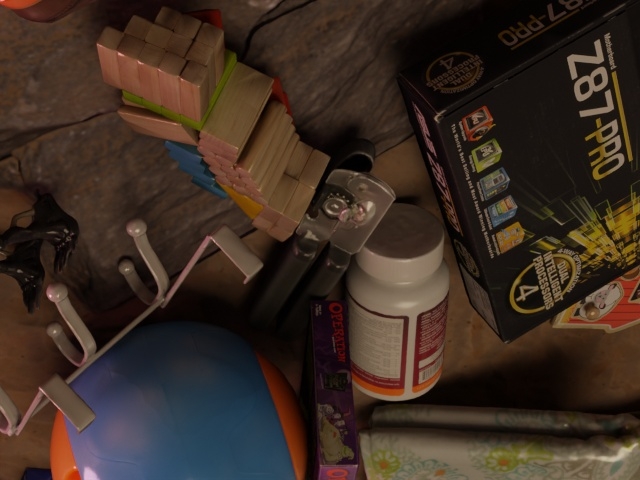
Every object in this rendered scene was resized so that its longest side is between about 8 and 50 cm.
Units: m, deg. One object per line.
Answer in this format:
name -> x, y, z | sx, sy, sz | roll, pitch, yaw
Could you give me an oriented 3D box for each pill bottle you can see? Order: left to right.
pill bottle -> 0.088, 0.072, 1.755 | 0.121, 0.121, 0.221 | -10, 132, -12

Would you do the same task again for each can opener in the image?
can opener -> 0.000, 0.000, 1.691 | 0.076, 0.095, 0.283 | 22, 137, -12

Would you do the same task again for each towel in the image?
towel -> 0.246, 0.347, 2.014 | 0.374, 0.090, 0.320 | 1, 137, 12

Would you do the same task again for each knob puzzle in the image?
knob puzzle -> 0.411, 0.055, 1.936 | 0.213, 0.030, 0.213 | -11, 135, -12

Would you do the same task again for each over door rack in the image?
over door rack -> -0.221, 0.079, 1.494 | 0.239, 0.324, 0.108 | -43, 100, -23

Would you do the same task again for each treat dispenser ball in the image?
treat dispenser ball -> -0.158, 0.234, 1.694 | 0.288, 0.288, 0.288 | -11, 135, -12

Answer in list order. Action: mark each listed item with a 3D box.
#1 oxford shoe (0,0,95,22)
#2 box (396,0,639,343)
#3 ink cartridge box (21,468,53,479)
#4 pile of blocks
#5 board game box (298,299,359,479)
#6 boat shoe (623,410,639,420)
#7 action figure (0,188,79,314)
oxford shoe -> -0.172, -0.288, 1.348 | 0.271, 0.097, 0.098 | -29, 156, 12
box -> 0.277, -0.101, 1.659 | 0.318, 0.097, 0.395 | -31, 137, -9
ink cartridge box -> -0.374, 0.390, 1.895 | 0.046, 0.097, 0.207 | 10, 128, -29
pile of blocks -> -0.100, -0.135, 1.518 | 0.112, 0.149, 0.362 | -64, 149, -19
board game box -> 0.003, 0.245, 1.773 | 0.056, 0.208, 0.347 | 3, 147, -3
boat shoe -> 0.464, 0.293, 2.138 | 0.324, 0.097, 0.116 | -10, 104, -15
action figure -> -0.378, -0.010, 1.483 | 0.276, 0.141, 0.164 | 18, 134, -36
